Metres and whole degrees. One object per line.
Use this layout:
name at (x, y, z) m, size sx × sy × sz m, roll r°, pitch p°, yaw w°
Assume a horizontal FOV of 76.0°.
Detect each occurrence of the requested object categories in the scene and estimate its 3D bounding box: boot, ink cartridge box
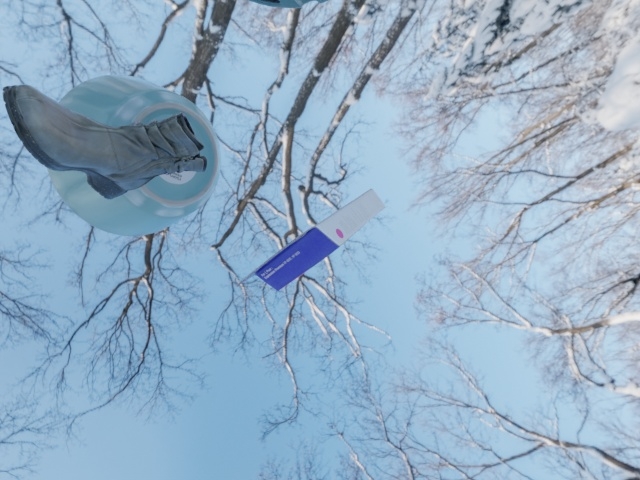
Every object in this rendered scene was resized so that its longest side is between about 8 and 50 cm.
boot at (-0.244, -0.135, 0.517) m, size 0.161 × 0.246 × 0.083 m, roll -19°, pitch -100°, yaw -3°
ink cartridge box at (0.000, 0.000, 0.836) m, size 0.069 × 0.176 × 0.371 m, roll 54°, pitch -148°, yaw 2°

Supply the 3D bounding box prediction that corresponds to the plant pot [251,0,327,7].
plant pot at (-0.060, -0.604, 0.660) m, size 0.341 × 0.341 × 0.334 m, roll 2°, pitch -88°, yaw -31°

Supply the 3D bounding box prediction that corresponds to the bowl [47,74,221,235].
bowl at (-0.311, -0.157, 0.764) m, size 0.312 × 0.163 × 0.311 m, roll -9°, pitch -79°, yaw -49°
